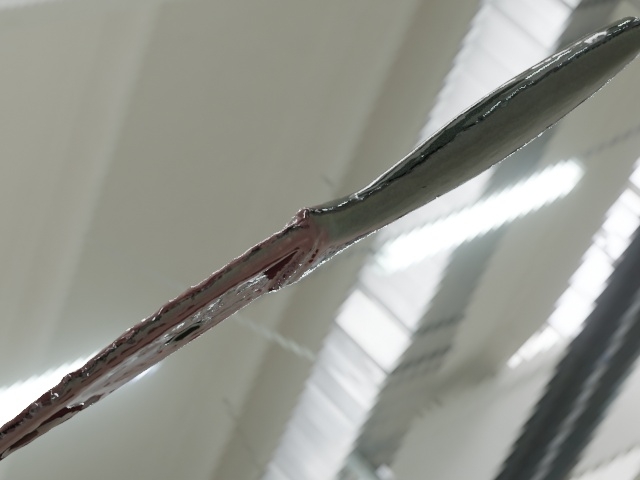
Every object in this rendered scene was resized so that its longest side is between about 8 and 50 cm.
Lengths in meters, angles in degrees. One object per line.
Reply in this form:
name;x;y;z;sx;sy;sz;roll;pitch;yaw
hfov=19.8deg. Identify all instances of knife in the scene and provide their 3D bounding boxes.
knife;0.000;0.000;0.538;0.247;0.018;0.035;-34;-12;-14
